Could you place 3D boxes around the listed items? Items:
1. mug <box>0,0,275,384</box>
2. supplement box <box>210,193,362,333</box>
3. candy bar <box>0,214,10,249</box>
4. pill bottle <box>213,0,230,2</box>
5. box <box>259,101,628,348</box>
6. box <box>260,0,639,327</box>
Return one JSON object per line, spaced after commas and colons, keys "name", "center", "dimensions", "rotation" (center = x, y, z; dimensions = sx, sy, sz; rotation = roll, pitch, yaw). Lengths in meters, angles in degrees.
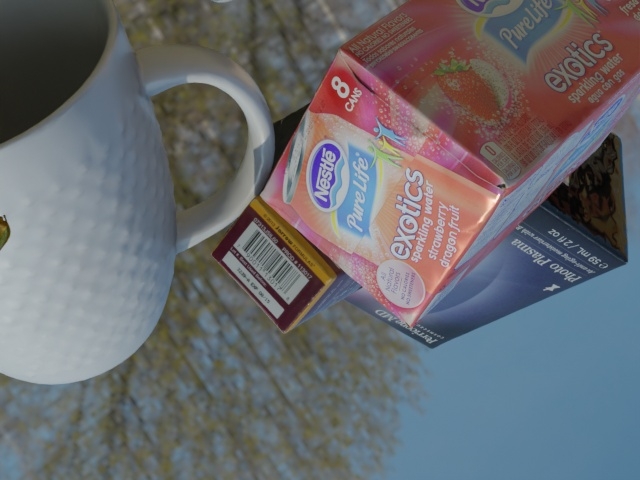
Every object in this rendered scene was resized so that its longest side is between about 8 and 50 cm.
{"name": "mug", "center": [-0.221, -0.053, 1.324], "dimensions": [0.374, 0.328, 0.276], "rotation": [-20, -135, -5]}
{"name": "supplement box", "center": [0.000, 0.000, 1.376], "dimensions": [0.081, 0.104, 0.188], "rotation": [-49, 168, 31]}
{"name": "candy bar", "center": [-0.252, 0.052, 0.974], "dimensions": [0.161, 0.018, 0.040], "rotation": [-61, -160, -16]}
{"name": "pill bottle", "center": [-0.001, -0.390, 1.508], "dimensions": [0.334, 0.188, 0.188], "rotation": [-22, -162, 18]}
{"name": "box", "center": [0.132, -0.049, 1.625], "dimensions": [0.294, 0.296, 0.183], "rotation": [-28, -135, 40]}
{"name": "box", "center": [0.117, -0.097, 1.034], "dimensions": [0.300, 0.142, 0.154], "rotation": [-40, 167, -43]}
